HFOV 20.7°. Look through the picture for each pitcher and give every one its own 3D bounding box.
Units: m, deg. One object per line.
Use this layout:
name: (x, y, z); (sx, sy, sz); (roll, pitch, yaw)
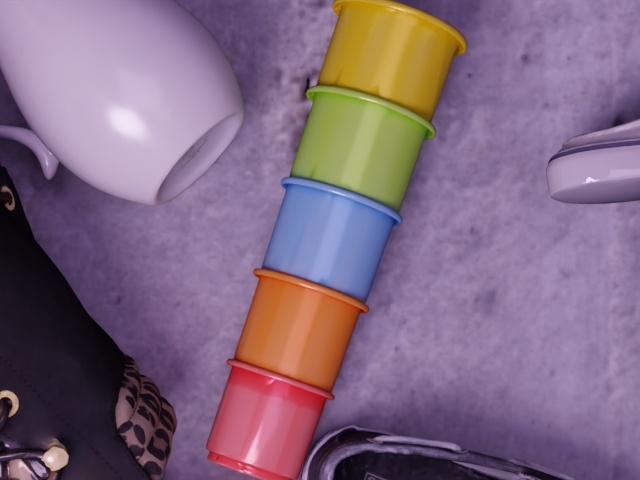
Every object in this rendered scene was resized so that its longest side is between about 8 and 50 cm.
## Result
pitcher: (-0.167, -0.103, 1.125); (0.207, 0.125, 0.178); (43, 100, 9)

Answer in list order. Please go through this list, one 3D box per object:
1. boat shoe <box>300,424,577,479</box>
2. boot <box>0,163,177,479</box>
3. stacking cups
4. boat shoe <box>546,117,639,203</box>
boat shoe: (0.136, 0.192, 1.134); (0.301, 0.102, 0.108); (23, 81, -5)
boot: (-0.228, 0.081, 0.974); (0.138, 0.377, 0.284); (-27, 107, 22)
stacking cups: (0.000, 0.000, 1.141); (0.096, 0.096, 0.316); (21, 82, -5)
boat shoe: (0.272, -0.088, 1.191); (0.268, 0.096, 0.088); (-13, 82, -11)
